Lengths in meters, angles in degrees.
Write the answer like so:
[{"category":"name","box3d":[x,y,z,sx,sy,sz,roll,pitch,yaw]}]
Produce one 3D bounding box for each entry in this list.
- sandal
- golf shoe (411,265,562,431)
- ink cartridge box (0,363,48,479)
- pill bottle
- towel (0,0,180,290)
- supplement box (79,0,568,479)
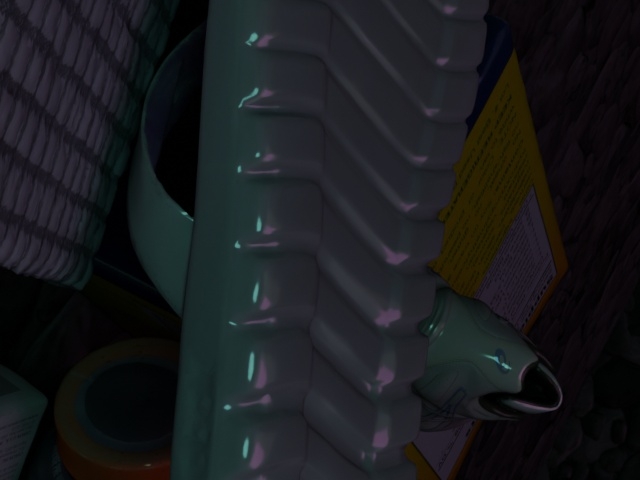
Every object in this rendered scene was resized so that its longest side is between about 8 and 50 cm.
[{"category":"sandal","box3d":[-0.022,-0.022,0.649,0.169,0.102,0.416,29,65,-52]},{"category":"golf shoe","box3d":[0.076,0.070,0.771,0.069,0.086,0.176,-63,161,-6]},{"category":"ink cartridge box","box3d":[-0.233,0.175,0.755,0.181,0.056,0.225,-15,132,-65]},{"category":"pill bottle","box3d":[-0.088,0.165,0.856,0.130,0.130,0.246,-48,151,-38]},{"category":"towel","box3d":[-0.120,-0.117,0.527,0.284,0.121,0.235,59,50,-85]},{"category":"supplement box","box3d":[0.000,0.000,0.904,0.194,0.195,0.356,-60,159,-12]}]
